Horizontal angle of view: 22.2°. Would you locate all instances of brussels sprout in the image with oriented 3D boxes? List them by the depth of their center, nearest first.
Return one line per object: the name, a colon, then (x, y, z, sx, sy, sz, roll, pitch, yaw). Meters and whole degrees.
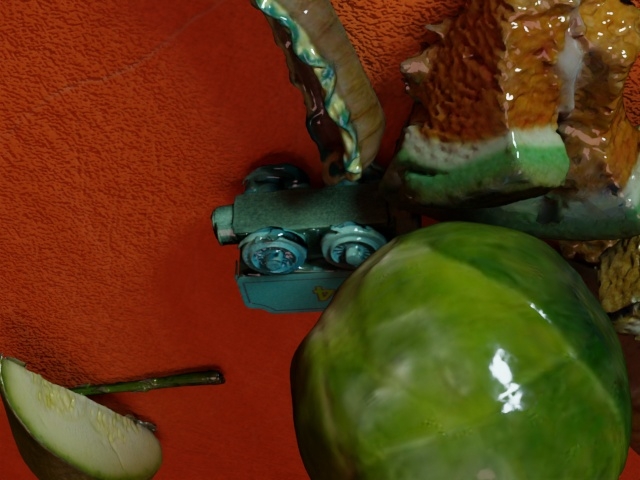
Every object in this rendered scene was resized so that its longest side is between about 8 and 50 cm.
brussels sprout: (0.128, 0.130, 1.413, 0.281, 0.354, 0.289, -43, 92, 14)

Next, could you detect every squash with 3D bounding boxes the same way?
squash: (-0.262, 0.209, 1.779, 0.169, 0.093, 0.252, 1, 153, -3)

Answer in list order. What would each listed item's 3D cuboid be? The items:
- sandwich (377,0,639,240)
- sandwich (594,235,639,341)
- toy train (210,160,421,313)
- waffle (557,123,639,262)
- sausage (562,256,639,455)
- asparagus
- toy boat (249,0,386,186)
sandwich: (0.171, -0.106, 1.358, 0.250, 0.162, 0.301, 12, 135, 11)
sandwich: (0.423, 0.016, 1.431, 0.249, 0.095, 0.273, 22, 137, -23)
toy train: (0.000, 0.000, 1.554, 0.198, 0.107, 0.154, -3, 147, 7)
waffle: (0.278, -0.043, 1.532, 0.191, 0.038, 0.191, 3, 138, 2)
sausage: (0.356, 0.166, 1.713, 0.136, 0.123, 0.501, 5, 151, 46)
asparagus: (-0.221, 0.165, 1.822, 0.233, 0.023, 0.022, -8, 108, 11)
toy boat: (-0.027, -0.167, 1.361, 0.099, 0.108, 0.293, -37, 127, 1)
